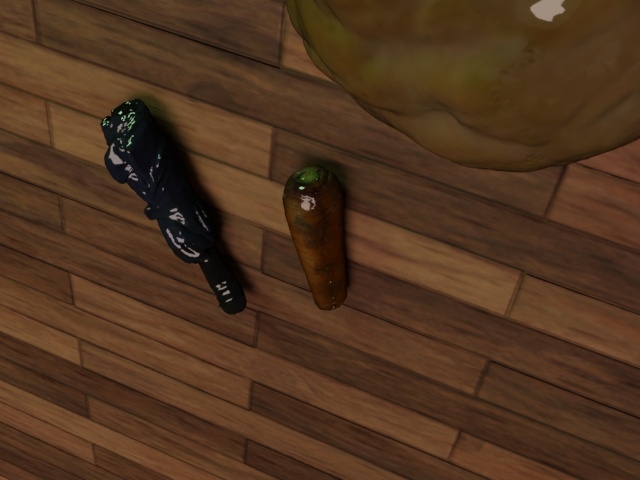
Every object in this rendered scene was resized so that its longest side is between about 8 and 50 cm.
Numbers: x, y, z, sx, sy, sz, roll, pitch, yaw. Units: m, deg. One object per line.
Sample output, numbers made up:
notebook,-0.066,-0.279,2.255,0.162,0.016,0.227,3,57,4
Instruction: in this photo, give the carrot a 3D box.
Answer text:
carrot,0.000,0.000,0.791,0.055,0.055,0.162,12,139,20

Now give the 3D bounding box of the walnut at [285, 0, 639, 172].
walnut,0.096,-0.184,0.418,0.285,0.285,0.297,3,103,26

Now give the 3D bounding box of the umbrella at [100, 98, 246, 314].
umbrella,-0.143,-0.024,0.838,0.070,0.071,0.248,-2,130,30
